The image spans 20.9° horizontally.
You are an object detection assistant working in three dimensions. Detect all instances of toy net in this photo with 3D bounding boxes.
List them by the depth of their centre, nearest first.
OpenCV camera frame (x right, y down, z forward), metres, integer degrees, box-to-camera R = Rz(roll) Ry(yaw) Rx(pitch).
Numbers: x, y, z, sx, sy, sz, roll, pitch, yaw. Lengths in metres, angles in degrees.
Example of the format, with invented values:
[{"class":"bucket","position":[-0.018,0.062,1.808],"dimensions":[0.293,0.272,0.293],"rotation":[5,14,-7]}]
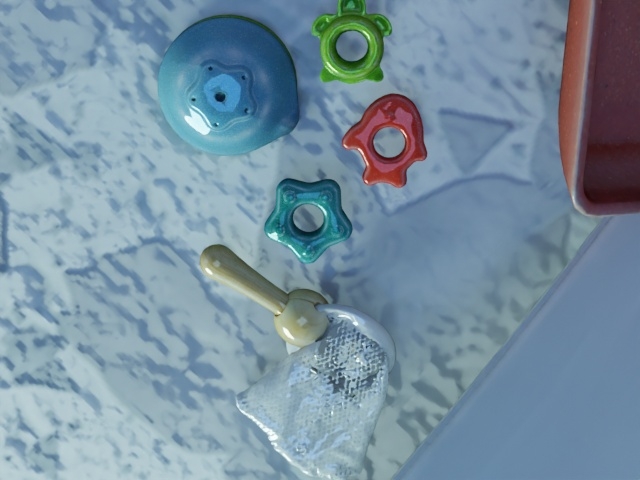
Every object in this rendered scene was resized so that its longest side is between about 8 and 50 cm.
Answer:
[{"class":"toy net","position":[0.000,0.000,0.842],"dimensions":[0.122,0.045,0.232],"rotation":[-13,102,5]}]

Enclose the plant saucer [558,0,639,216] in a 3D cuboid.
[{"class":"plant saucer","position":[0.200,-0.146,0.735],"dimensions":[0.259,0.048,0.258],"rotation":[-4,105,-34]}]

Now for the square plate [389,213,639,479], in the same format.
[{"class":"square plate","position":[0.202,0.171,0.771],"dimensions":[0.347,0.049,0.344],"rotation":[39,73,9]}]
